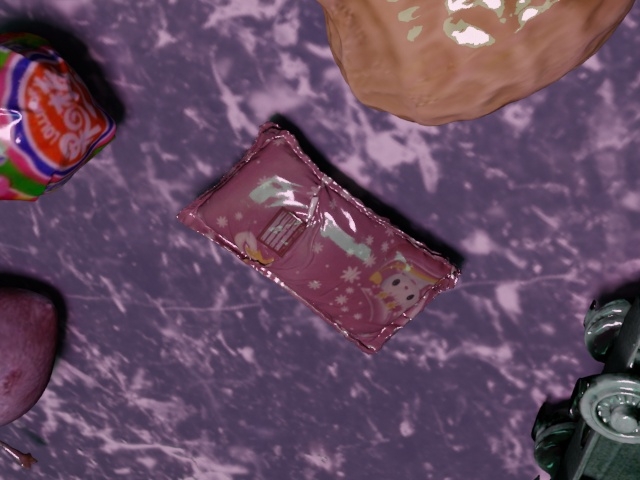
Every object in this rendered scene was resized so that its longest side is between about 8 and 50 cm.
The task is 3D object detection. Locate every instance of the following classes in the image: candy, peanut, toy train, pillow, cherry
[{"bbox_3d":[-0.316,-0.083,0.868,0.365,0.124,0.124,0,124,36],"label":"candy"},{"bbox_3d":[0.059,-0.179,0.621,0.196,0.110,0.233,-26,112,35],"label":"peanut"},{"bbox_3d":[0.233,0.136,0.772,0.154,0.115,0.269,14,128,3],"label":"toy train"},{"bbox_3d":[0.000,0.000,0.816,0.185,0.043,0.118,37,123,-9],"label":"pillow"},{"bbox_3d":[-0.268,0.116,0.979,0.148,0.115,0.188,-43,112,-1],"label":"cherry"}]
